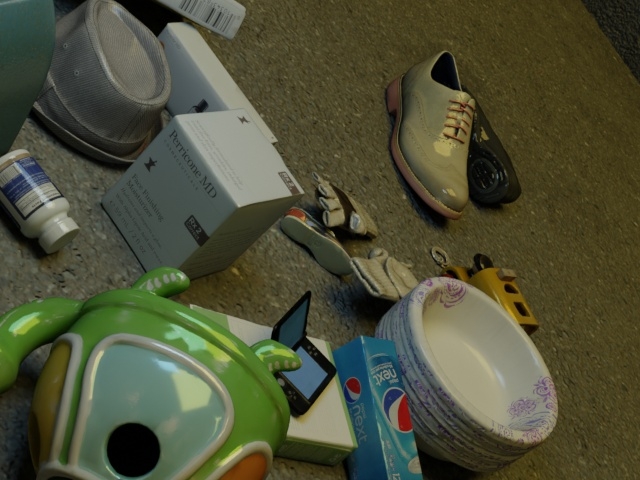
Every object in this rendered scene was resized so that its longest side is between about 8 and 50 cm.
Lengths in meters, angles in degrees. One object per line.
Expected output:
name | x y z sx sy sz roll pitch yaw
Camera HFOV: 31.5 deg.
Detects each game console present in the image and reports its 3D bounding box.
game console | -0.019 0.141 1.435 0.107 0.071 0.122 46 32 0

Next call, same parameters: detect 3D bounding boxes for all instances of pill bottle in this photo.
pill bottle | -0.345 -0.045 1.364 0.120 0.067 0.067 51 32 6

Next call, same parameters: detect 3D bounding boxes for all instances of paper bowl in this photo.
paper bowl | 0.194 0.204 1.644 0.284 0.148 0.284 30 36 -25

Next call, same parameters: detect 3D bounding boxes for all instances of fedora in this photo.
fedora | -0.301 -0.242 1.580 0.244 0.124 0.275 12 46 -44

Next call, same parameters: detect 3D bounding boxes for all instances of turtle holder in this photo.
turtle holder | -0.196 0.167 1.148 0.320 0.243 0.227 46 48 -17

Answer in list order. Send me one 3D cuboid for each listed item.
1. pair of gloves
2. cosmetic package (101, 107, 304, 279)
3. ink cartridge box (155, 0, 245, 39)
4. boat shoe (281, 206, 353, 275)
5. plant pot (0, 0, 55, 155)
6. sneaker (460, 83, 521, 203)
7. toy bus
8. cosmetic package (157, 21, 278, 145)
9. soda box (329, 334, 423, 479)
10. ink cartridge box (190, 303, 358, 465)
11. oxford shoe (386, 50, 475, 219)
pair of gloves | 0.078 0.005 1.768 0.204 0.042 0.240 24 31 -59
cosmetic package | -0.155 -0.058 1.490 0.151 0.184 0.151 54 32 13
ink cartridge box | -0.307 -0.434 1.792 0.304 0.072 0.307 22 6 -33
boat shoe | 0.000 0.000 1.740 0.137 0.049 0.043 38 30 -5
plant pot | -0.449 -0.239 1.284 0.247 0.252 0.248 49 32 3
sneaker | 0.315 -0.189 2.285 0.130 0.109 0.286 15 50 -54
toy bus | 0.286 0.089 1.920 0.202 0.104 0.191 40 32 -12
cosmetic package | -0.175 -0.209 1.716 0.239 0.099 0.060 54 32 12
soda box | 0.073 0.238 1.502 0.067 0.071 0.210 12 56 -40
ink cartridge box | -0.071 0.186 1.441 0.235 0.056 0.171 17 42 -36
oxford shoe | 0.222 -0.211 2.136 0.140 0.146 0.397 23 39 -33
